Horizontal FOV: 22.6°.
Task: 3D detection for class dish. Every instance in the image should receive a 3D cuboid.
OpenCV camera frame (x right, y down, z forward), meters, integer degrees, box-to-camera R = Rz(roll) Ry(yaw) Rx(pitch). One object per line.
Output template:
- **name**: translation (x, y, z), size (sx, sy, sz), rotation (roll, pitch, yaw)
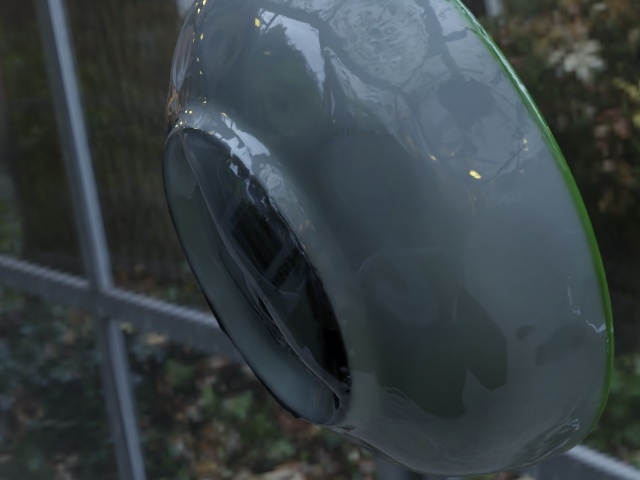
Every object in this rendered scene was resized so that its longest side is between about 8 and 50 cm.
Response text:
- **dish**: translation (0.000, 0.000, 0.846), size (0.124, 0.324, 0.324), rotation (-28, 17, -22)
